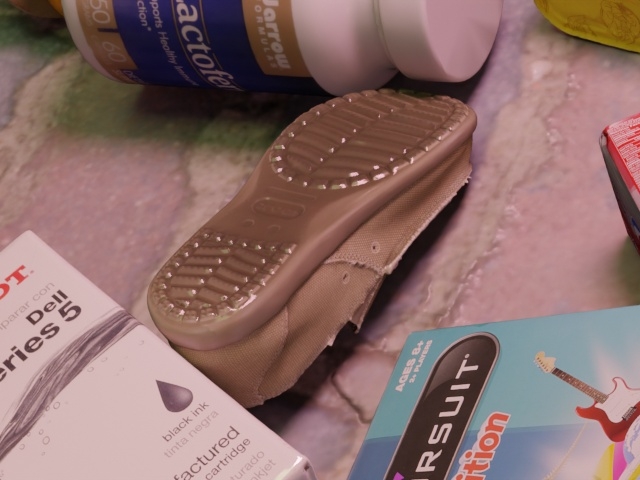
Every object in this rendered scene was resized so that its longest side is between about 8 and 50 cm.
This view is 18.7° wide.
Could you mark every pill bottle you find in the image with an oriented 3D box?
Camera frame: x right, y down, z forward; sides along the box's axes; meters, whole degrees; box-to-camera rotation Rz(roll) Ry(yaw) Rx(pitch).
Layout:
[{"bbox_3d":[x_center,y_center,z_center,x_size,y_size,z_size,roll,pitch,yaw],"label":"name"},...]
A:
[{"bbox_3d":[-0.024,-0.171,1.257,0.264,0.153,0.153,5,53,29],"label":"pill bottle"}]

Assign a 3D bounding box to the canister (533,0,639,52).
[{"bbox_3d":[0.227,-0.204,1.231,0.126,0.073,0.170,19,59,36],"label":"canister"}]

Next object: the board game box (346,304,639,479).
[{"bbox_3d":[0.139,0.147,0.868,0.336,0.079,0.254,-10,45,44],"label":"board game box"}]

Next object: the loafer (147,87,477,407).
[{"bbox_3d":[0.000,0.000,1.141,0.102,0.092,0.268,20,45,34],"label":"loafer"}]

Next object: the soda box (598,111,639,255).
[{"bbox_3d":[0.291,-0.058,1.055,0.263,0.092,0.083,-22,45,4],"label":"soda box"}]

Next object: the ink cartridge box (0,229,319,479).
[{"bbox_3d":[-0.142,0.145,1.050,0.198,0.115,0.273,-42,47,-15],"label":"ink cartridge box"}]

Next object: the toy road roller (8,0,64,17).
[{"bbox_3d":[-0.140,-0.342,1.401,0.329,0.241,0.202,-33,45,-7],"label":"toy road roller"}]
